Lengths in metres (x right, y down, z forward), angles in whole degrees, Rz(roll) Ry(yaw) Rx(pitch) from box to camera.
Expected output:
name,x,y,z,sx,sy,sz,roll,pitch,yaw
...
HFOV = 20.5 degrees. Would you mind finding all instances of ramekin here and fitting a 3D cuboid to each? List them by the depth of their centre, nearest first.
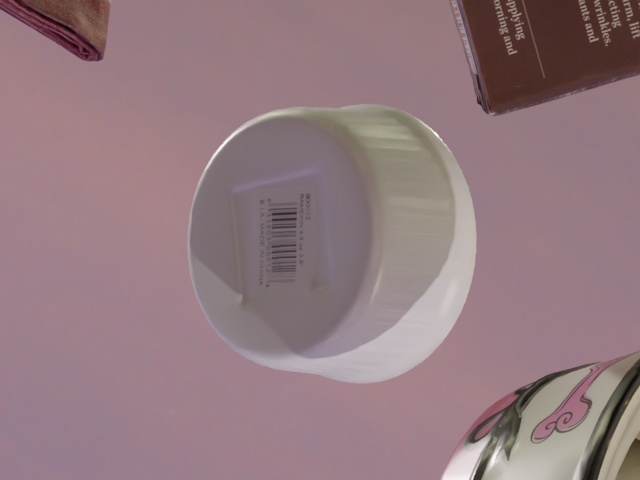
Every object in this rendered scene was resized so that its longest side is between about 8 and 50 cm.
name,x,y,z,sx,sy,sz,roll,pitch,yaw
ramekin,0.000,0.000,1.709,0.135,0.277,0.277,5,-152,-50

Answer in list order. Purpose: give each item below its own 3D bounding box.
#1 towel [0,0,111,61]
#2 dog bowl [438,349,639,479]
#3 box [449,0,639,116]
name,x,y,z,sx,sy,sz,roll,pitch,yaw
towel,-0.261,-0.361,1.663,0.237,0.037,0.329,31,-122,-45
dog bowl,0.215,0.266,1.214,0.150,0.408,0.408,-6,-170,38
box,0.177,-0.187,1.122,0.203,0.168,0.167,-15,-175,5
